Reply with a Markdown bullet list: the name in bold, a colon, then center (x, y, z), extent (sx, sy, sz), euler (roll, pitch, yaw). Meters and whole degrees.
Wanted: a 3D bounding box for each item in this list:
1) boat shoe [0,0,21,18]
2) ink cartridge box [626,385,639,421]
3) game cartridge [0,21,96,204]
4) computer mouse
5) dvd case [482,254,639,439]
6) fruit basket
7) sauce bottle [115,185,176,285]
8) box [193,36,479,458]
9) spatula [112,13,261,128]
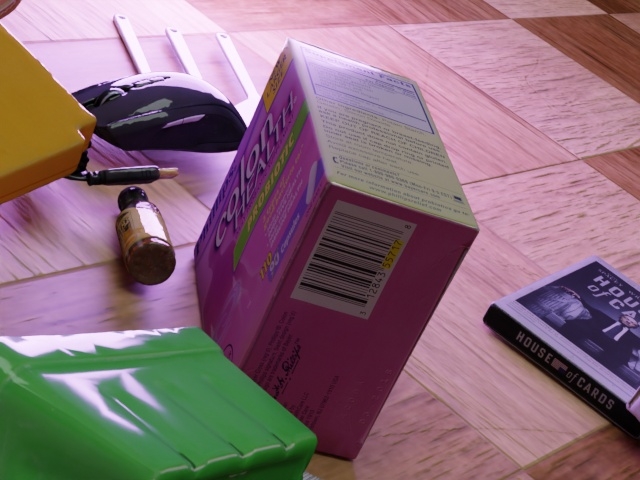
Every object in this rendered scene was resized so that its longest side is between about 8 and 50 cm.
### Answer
- **boat shoe**: center (-0.365, -0.200, 1.321), extent (0.089, 0.104, 0.285), euler (41, 40, 20)
- **ink cartridge box**: center (0.496, 0.176, 1.278), extent (0.385, 0.160, 0.279), euler (1, 41, -41)
- **game cartridge**: center (-0.370, -0.129, 1.132), extent (0.324, 0.052, 0.285), euler (45, 44, 16)
- **computer mouse**: center (-0.153, -0.107, 1.325), extent (0.262, 0.060, 0.184), euler (0, 27, -35)
- **dvd case**: center (0.281, 0.094, 1.411), extent (0.179, 0.029, 0.239), euler (37, 29, 22)
- **fruit basket**: center (-0.200, 0.110, 0.828), extent (0.353, 0.165, 0.327), euler (16, 5, 23)
- **sauce bottle**: center (-0.146, -0.007, 1.209), extent (0.042, 0.042, 0.128), euler (15, 19, -21)
- **box**: center (0.000, 0.000, 1.127), extent (0.117, 0.213, 0.243), euler (17, 28, -18)
- **spatula**: center (-0.130, -0.170, 1.556), extent (0.168, 0.019, 0.242), euler (6, 31, -24)
